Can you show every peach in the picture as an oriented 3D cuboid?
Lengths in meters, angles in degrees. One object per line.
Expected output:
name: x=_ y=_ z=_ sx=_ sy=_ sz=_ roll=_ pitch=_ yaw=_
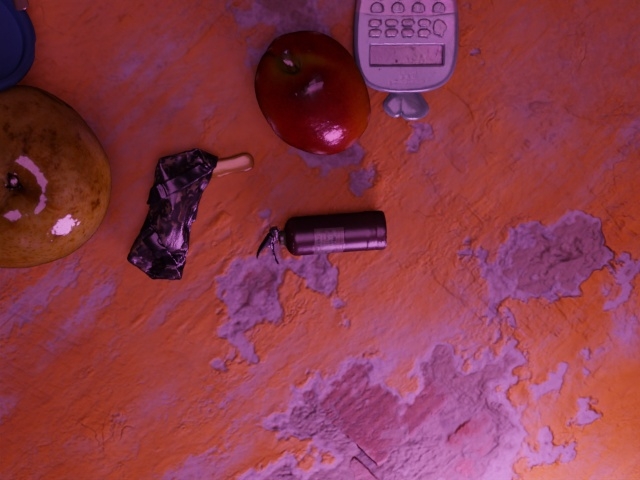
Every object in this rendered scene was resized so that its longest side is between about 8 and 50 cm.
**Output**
peach: x=-0.011 y=-0.244 z=1.948 sx=0.196 sy=0.226 sz=0.190 roll=6 pitch=69 yaw=26

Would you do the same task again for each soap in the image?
soap: x=-0.160 y=-0.131 z=2.015 sx=0.089 sy=0.012 sz=0.034 roll=-11 pitch=106 yaw=-5

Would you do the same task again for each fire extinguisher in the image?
fire extinguisher: x=0.000 y=0.000 z=2.048 sx=0.231 sy=0.071 sz=0.099 roll=-6 pitch=133 yaw=-6

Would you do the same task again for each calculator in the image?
calculator: x=0.147 y=-0.354 z=1.985 sx=0.184 sy=0.042 sz=0.295 roll=-1 pitch=102 yaw=-8

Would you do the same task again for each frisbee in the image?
frisbee: x=-0.587 y=-0.328 z=1.794 sx=0.289 sy=0.289 sz=0.049 roll=29 pitch=134 yaw=-14

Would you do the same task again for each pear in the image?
pear: x=-0.480 y=-0.089 z=1.840 sx=0.304 sy=0.304 sz=0.304 roll=-2 pitch=105 yaw=-7

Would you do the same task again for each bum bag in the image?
bum bag: x=-0.258 y=-0.046 z=1.995 sx=0.102 sy=0.069 sz=0.248 roll=17 pitch=100 yaw=-11

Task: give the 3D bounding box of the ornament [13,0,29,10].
ornament: x=-0.467 y=-0.489 z=1.815 sx=0.230 sy=0.061 sz=0.245 roll=-17 pitch=122 yaw=-8
